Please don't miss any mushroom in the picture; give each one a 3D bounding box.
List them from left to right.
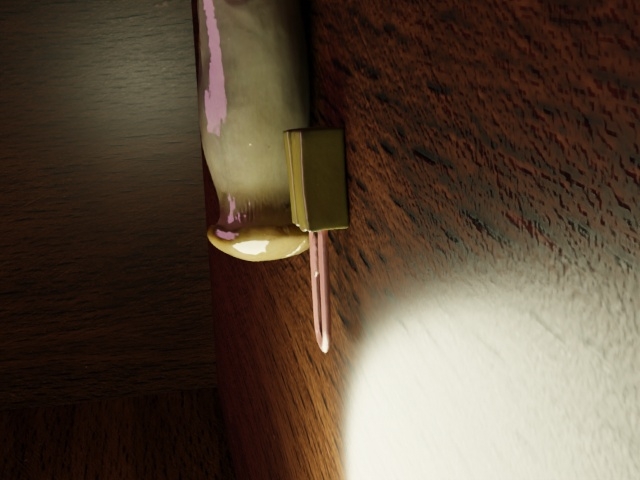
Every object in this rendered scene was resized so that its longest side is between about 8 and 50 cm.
[{"bbox_3d":[-0.077,-0.179,0.999,0.154,0.137,0.408,180,83,-68],"label":"mushroom"}]

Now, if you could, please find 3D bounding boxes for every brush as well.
[{"bbox_3d":[0.000,0.000,0.910,0.103,0.047,0.234,-152,56,-77],"label":"brush"}]
